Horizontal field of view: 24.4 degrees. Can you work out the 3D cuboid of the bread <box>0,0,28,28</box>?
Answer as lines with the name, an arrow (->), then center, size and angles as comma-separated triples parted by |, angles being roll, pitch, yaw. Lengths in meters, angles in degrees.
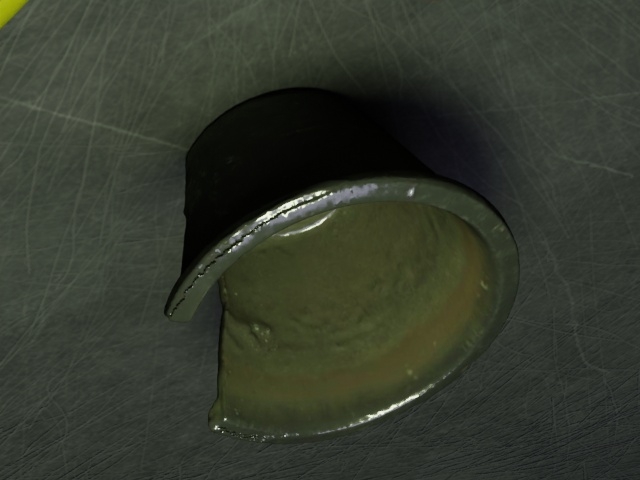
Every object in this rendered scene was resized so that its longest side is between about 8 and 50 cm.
bread -> -0.281, -0.280, 1.112 | 0.377, 0.251, 0.208 | -36, 132, 22

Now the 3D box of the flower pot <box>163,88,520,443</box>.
flower pot -> 0.000, 0.000, 1.535 | 0.380, 0.251, 0.379 | -11, 136, -11
